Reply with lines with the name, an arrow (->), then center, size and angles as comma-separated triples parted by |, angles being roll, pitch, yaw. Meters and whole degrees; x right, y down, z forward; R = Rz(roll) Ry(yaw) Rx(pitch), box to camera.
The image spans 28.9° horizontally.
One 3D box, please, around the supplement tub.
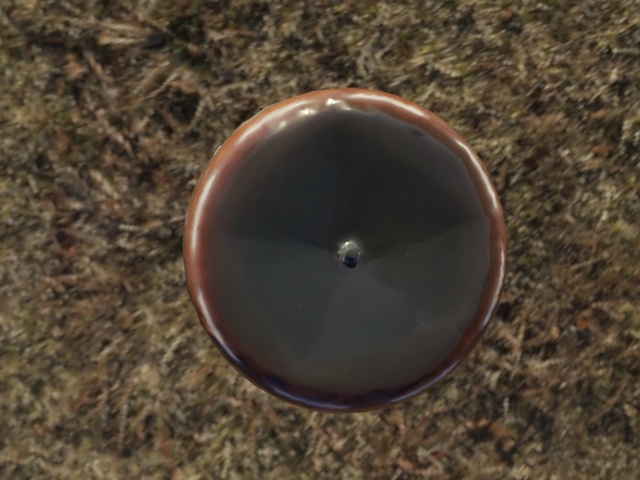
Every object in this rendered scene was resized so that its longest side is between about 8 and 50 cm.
supplement tub -> 0.000, 0.000, 0.476 | 0.106, 0.198, 0.106 | 0, 92, -5
